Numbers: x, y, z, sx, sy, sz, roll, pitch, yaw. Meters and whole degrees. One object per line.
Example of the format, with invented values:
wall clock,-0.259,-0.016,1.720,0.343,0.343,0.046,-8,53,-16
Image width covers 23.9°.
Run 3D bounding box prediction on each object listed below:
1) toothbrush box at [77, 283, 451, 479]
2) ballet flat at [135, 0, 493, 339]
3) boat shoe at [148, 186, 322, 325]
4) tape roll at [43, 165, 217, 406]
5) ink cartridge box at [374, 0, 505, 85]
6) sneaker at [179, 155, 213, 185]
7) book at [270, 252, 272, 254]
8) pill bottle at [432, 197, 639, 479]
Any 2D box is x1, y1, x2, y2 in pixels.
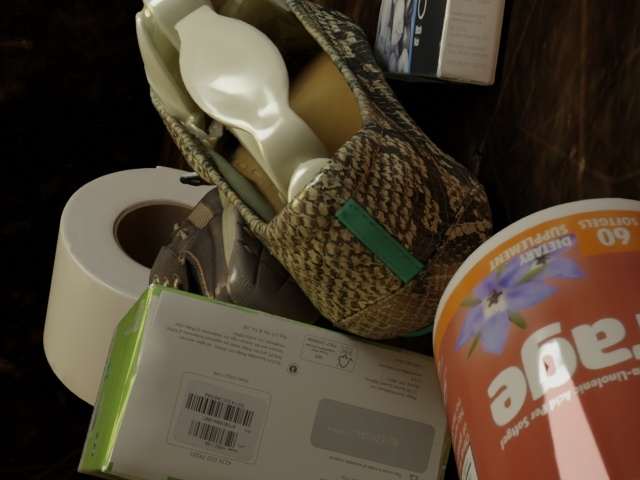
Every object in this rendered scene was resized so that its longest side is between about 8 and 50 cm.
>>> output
toothbrush box,-0.046,0.126,1.034,0.283,0.206,0.122,149,136,-76
ballet flat,-0.038,-0.101,1.043,0.164,0.182,0.483,-45,31,4
boat shoe,-0.082,0.035,1.414,0.130,0.132,0.355,-41,11,7
tape roll,-0.172,0.058,1.657,0.246,0.246,0.169,-97,18,-52
ink cartridge box,0.088,-0.211,1.030,0.206,0.045,0.208,-146,66,-78
sneaker,-0.038,-0.085,1.297,0.282,0.153,0.099,-171,88,-79
book,0.000,0.000,1.202,0.035,0.096,0.144,-65,13,8
pill bottle,0.111,0.092,0.508,0.216,0.121,0.121,-99,19,-53
